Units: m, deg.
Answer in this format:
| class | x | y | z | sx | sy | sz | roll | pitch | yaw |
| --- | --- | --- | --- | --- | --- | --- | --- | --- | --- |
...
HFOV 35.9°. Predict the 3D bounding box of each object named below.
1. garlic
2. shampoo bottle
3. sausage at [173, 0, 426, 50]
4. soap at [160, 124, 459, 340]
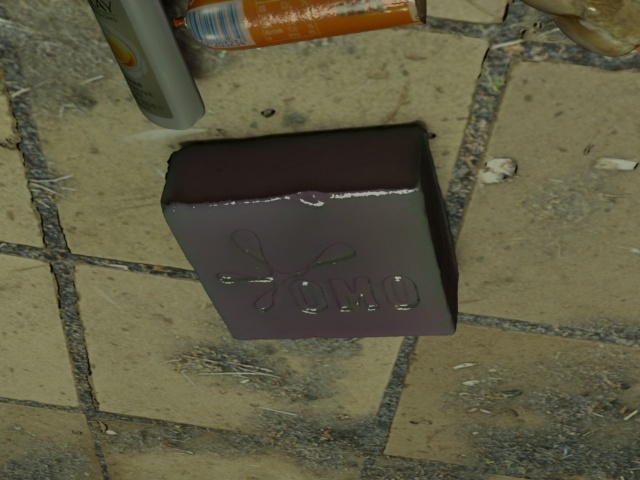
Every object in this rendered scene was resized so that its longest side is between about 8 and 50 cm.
| class | x | y | z | sx | sy | sz | roll | pitch | yaw |
| --- | --- | --- | --- | --- | --- | --- | --- | --- | --- |
| garlic | 0.224 | -0.216 | 0.814 | 0.174 | 0.099 | 0.124 | 27 | 160 | -18 |
| shampoo bottle | -0.173 | -0.202 | 0.919 | 0.086 | 0.056 | 0.227 | 33 | 157 | 30 |
| sausage | -0.024 | -0.211 | 0.878 | 0.234 | 0.071 | 0.071 | -5 | 143 | 17 |
| soap | 0.000 | 0.000 | 1.145 | 0.296 | 0.107 | 0.285 | -5 | 141 | 16 |
